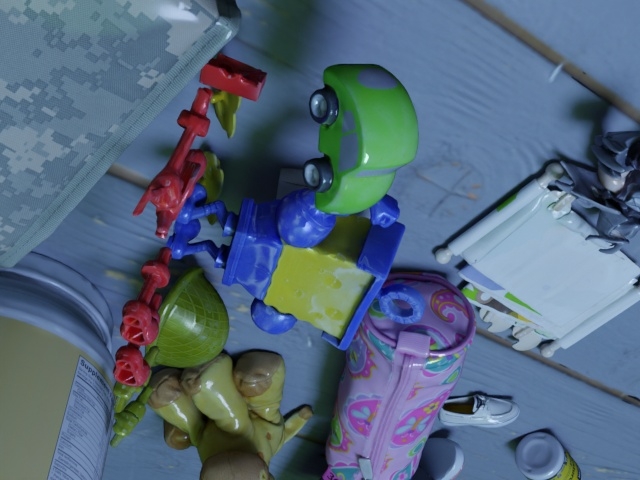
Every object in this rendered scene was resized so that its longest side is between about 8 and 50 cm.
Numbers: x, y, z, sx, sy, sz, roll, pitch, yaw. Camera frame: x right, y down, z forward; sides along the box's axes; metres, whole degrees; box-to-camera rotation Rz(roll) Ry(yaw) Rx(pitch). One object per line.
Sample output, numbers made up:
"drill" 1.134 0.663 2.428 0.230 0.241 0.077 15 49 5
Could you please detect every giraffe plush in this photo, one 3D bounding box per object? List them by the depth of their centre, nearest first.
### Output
"giraffe plush" -0.100 0.249 0.777 0.181 0.170 0.210 -21 131 15

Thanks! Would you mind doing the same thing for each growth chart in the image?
"growth chart" 0.227 0.038 0.700 0.172 0.021 0.237 -36 125 27

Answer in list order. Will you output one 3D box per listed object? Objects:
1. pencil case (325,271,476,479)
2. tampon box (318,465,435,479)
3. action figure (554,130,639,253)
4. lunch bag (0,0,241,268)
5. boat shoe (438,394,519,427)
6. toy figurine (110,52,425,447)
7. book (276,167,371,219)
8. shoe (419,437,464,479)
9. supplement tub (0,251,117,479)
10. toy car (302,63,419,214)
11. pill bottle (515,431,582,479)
"pencil case" 0.077 0.164 0.742 0.124 0.124 0.284 4 132 -7
"tampon box" 0.053 0.341 0.886 0.120 0.101 0.161 40 132 16
"action figure" 0.313 -0.079 0.543 0.185 0.099 0.285 4 140 -29
"lunch bag" -0.224 -0.131 0.417 0.287 0.169 0.235 -40 125 23
"boat shoe" 0.195 0.206 0.849 0.100 0.035 0.035 -3 136 8
"toy figurine" -0.029 0.056 0.560 0.217 0.191 0.362 18 134 -4
"book" 0.000 0.000 0.647 0.096 0.035 0.144 8 133 -3
"shoe" 0.150 0.325 0.940 0.081 0.063 0.178 24 133 -25
"supplement tub" -0.312 0.191 0.600 0.241 0.331 0.241 -2 133 -2
"toy car" 0.036 -0.117 0.403 0.239 0.053 0.225 -14 117 -38
"pill bottle" 0.314 0.312 0.932 0.065 0.065 0.116 -27 130 20
